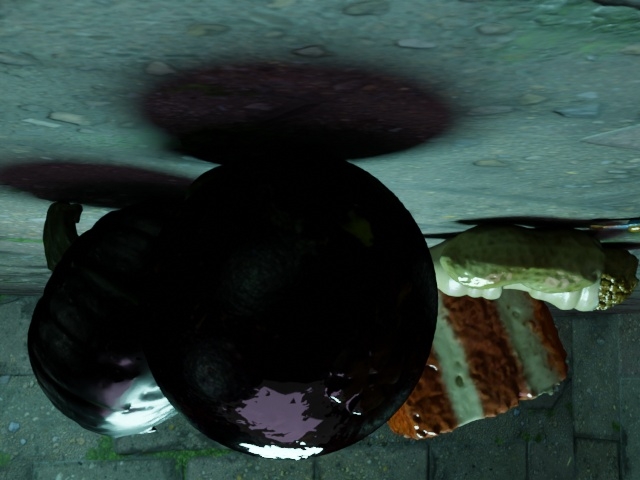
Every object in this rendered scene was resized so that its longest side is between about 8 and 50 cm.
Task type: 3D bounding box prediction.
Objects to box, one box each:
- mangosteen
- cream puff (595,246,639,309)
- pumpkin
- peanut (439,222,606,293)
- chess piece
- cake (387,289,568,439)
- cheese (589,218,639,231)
[{"bbox_3d":[-0.035,0.051,0.905,0.288,0.287,0.288,0,173,0],"label":"mangosteen"},{"bbox_3d":[0.449,0.062,1.639,0.126,0.103,0.144,1,179,-13],"label":"cream puff"},{"bbox_3d":[-0.232,0.076,1.183,0.296,0.295,0.296,0,173,0],"label":"pumpkin"},{"bbox_3d":[0.276,0.024,1.368,0.230,0.103,0.098,4,-142,-13],"label":"peanut"},{"bbox_3d":[0.252,0.041,1.502,0.307,0.124,0.138,3,-155,5],"label":"chess piece"},{"bbox_3d":[0.251,0.190,1.866,0.320,0.270,0.269,-19,178,-9],"label":"cake"},{"bbox_3d":[0.408,-0.019,1.316,0.111,0.017,0.047,-1,170,19],"label":"cheese"}]
